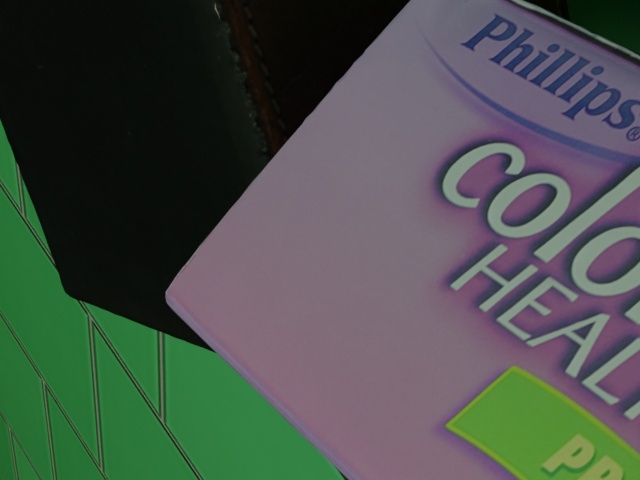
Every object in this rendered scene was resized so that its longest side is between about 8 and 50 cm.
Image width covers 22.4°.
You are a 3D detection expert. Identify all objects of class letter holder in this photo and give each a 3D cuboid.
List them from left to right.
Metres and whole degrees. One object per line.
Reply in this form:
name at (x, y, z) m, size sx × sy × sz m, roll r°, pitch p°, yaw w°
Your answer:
letter holder at (-0.005, -0.144, 0.507) m, size 0.152 × 0.214 × 0.301 m, roll 16°, pitch 131°, yaw 46°

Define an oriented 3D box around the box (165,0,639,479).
box at (0.116, 0.074, 0.413) m, size 0.243 × 0.117 × 0.213 m, roll 43°, pitch 177°, yaw -43°
